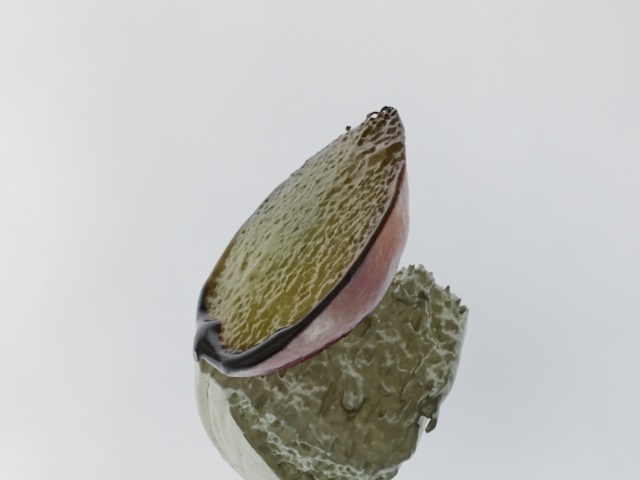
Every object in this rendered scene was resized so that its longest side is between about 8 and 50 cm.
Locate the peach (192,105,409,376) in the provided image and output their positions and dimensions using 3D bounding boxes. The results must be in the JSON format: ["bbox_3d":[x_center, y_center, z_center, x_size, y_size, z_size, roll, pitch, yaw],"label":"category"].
[{"bbox_3d":[0.001,0.004,0.619,0.189,0.068,0.279,11,-123,50],"label":"peach"}]

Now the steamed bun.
[{"bbox_3d":[-0.012,0.136,0.837,0.272,0.290,0.273,35,-48,8],"label":"steamed bun"}]
